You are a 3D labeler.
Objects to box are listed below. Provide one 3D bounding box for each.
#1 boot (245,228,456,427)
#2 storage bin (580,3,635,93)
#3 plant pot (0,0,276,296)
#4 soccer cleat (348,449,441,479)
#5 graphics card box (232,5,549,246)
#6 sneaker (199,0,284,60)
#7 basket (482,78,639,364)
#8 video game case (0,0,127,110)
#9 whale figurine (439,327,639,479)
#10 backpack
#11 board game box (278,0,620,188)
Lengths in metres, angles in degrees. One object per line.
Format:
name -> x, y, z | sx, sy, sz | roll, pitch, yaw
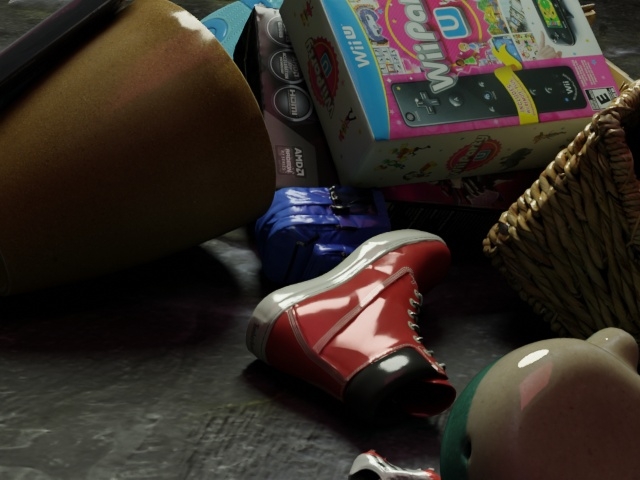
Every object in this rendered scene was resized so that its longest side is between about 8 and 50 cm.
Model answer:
boot -> 0.078, 0.081, 1.250 | 0.176, 0.088, 0.244 | 29, 38, 31
storage bin -> 0.358, -0.161, 1.747 | 0.262, 0.123, 0.260 | 42, 37, 23
plant pot -> -0.212, -0.064, 1.286 | 0.254, 0.237, 0.237 | -32, 46, -29
soccer cleat -> 0.061, 0.187, 1.084 | 0.083, 0.029, 0.035 | 19, 35, 22
graphics card box -> 0.097, -0.116, 1.516 | 0.370, 0.094, 0.233 | 5, 61, -18
sneaker -> -0.037, -0.220, 1.799 | 0.319, 0.208, 0.127 | -31, 50, -4
basket -> 0.346, -0.032, 1.359 | 0.213, 0.223, 0.299 | 48, 43, 12
video game case -> -0.282, -0.157, 1.359 | 0.026, 0.274, 0.196 | 49, 62, -4
whale figurine -> 0.209, 0.175, 1.049 | 0.272, 0.141, 0.216 | 11, 67, -28
backpack -> 0.000, 0.000, 1.364 | 0.120, 0.098, 0.101 | 5, 41, -16
board game box -> 0.136, -0.183, 1.456 | 0.303, 0.097, 0.224 | -9, 66, -24
